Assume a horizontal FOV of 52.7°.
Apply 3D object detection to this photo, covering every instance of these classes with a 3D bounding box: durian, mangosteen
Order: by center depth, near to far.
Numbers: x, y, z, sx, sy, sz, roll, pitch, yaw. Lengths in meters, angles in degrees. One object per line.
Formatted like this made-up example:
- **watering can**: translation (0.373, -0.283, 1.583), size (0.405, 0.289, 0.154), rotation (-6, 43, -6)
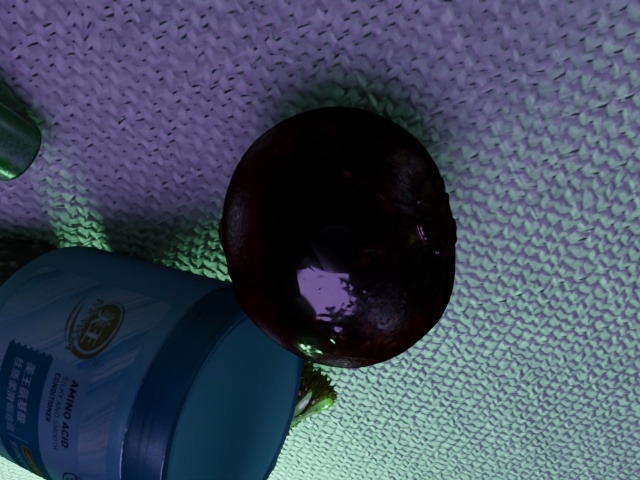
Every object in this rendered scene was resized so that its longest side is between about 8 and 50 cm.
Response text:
- **mangosteen**: translation (0.010, -0.002, 0.748), size (0.293, 0.297, 0.297), rotation (-4, 134, 15)
- **durian**: translation (-0.093, 0.283, 1.112), size (0.176, 0.200, 0.237), rotation (44, 117, 1)

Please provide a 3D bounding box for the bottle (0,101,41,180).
- **bottle**: translation (-0.471, -0.176, 0.715), size (0.093, 0.093, 0.330), rotation (-18, 150, 24)

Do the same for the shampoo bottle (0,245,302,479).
- **shampoo bottle**: translation (-0.248, 0.196, 0.900), size (0.342, 0.331, 0.331), rotation (13, 139, 24)

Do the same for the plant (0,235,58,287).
- **plant**: translation (-0.511, 0.086, 0.988), size (0.233, 0.204, 0.178), rotation (2, 124, 2)
